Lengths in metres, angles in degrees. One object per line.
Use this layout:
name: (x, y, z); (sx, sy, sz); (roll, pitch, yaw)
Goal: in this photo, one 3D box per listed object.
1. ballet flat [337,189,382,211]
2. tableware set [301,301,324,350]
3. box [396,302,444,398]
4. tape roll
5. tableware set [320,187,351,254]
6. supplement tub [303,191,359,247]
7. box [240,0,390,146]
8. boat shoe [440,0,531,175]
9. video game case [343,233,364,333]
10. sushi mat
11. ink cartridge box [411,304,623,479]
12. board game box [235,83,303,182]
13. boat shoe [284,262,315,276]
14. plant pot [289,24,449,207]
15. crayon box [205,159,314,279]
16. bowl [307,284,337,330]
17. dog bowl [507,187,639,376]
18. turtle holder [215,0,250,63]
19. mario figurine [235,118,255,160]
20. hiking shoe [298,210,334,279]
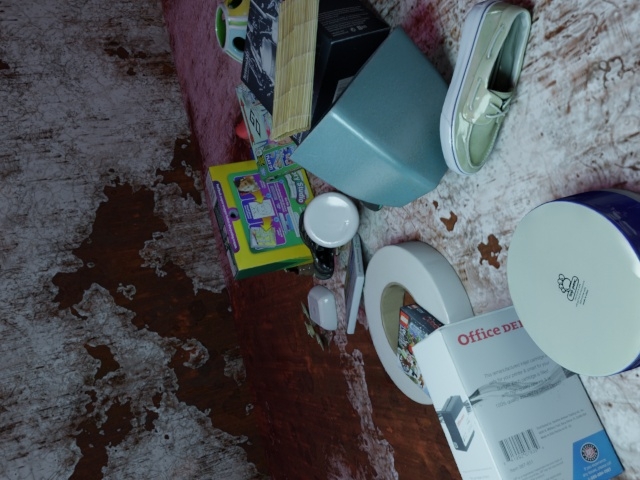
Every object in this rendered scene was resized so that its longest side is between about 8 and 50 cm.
ballet flat: (0.081, -0.159, 1.527); (0.280, 0.095, 0.096); (51, 157, 48)
tableware set: (-0.029, 0.300, 2.018); (0.168, 0.020, 0.141); (60, -172, -49)
box: (0.244, 0.255, 1.214); (0.233, 0.044, 0.159); (38, 135, 55)
tape roll: (0.225, 0.192, 1.380); (0.392, 0.072, 0.392); (43, 139, 54)
tableware set: (0.042, -0.059, 1.729); (0.128, 0.039, 0.194); (-153, 55, -62)
supplement tub: (0.032, -0.054, 1.552); (0.200, 0.144, 0.144); (-2, -100, -87)
box: (-0.033, -0.462, 1.445); (0.312, 0.179, 0.343); (52, 148, 23)
boat shoe: (0.280, -0.251, 0.990); (0.094, 0.109, 0.302); (40, 134, 54)
video game case: (0.093, 0.121, 1.625); (0.193, 0.023, 0.212); (-92, 7, -53)
sushi mat: (-0.054, -0.376, 1.217); (0.151, 0.019, 0.316); (-2, 84, 57)
ink cartridge box: (0.325, 0.281, 0.985); (0.129, 0.223, 0.307); (123, 132, -60)
board game box: (-0.119, -0.360, 1.755); (0.046, 0.213, 0.317); (30, -139, -74)
boat shoe: (-0.090, 0.073, 2.030); (0.257, 0.095, 0.095); (-168, 68, -66)
plant pot: (0.135, -0.209, 1.144); (0.252, 0.248, 0.247); (38, 158, -8)
crayon box: (-0.169, -0.084, 1.858); (0.106, 0.313, 0.363); (126, 129, -61)
bowl: (0.001, 0.231, 1.949); (0.142, 0.053, 0.142); (-154, 55, -63)
dog bowl: (0.403, 0.060, 0.848); (0.265, 0.104, 0.265); (169, 90, -67)
turtle holder: (-0.184, -0.661, 1.726); (0.320, 0.227, 0.243); (151, 107, -67)
mario figurine: (-0.187, -0.329, 2.090); (0.198, 0.170, 0.320); (13, 131, 26)
hiking shoe: (0.000, 0.000, 1.749); (0.114, 0.086, 0.227); (126, 127, -64)
